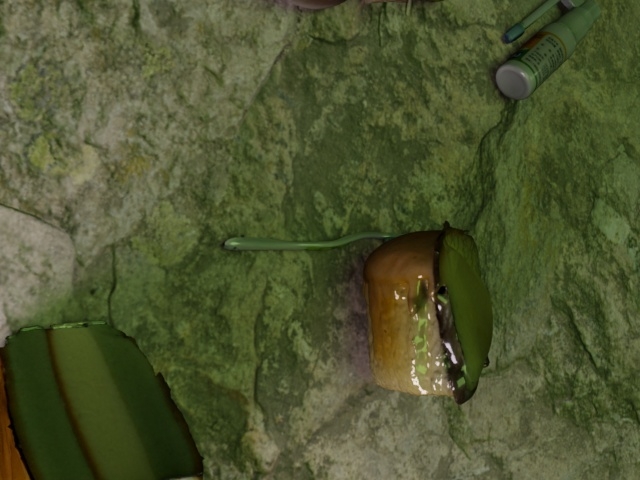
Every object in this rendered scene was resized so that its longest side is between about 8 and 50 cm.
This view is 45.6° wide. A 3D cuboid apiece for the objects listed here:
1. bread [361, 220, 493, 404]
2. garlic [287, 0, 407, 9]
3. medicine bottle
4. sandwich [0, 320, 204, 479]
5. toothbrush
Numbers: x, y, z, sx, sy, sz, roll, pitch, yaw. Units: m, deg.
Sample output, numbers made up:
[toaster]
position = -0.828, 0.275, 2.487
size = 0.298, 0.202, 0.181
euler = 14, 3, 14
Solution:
[bread]
position = 0.130, 0.081, 0.942
size = 0.262, 0.163, 0.204
euler = 5, 82, -72
[garlic]
position = 0.001, -0.415, 0.872
size = 0.325, 0.132, 0.278
euler = 16, 98, -40
[medicine bottle]
position = 0.337, -0.303, 1.139
size = 0.092, 0.061, 0.221
euler = 47, 64, 1
[sandwich]
position = -0.238, 0.229, 0.754
size = 0.155, 0.227, 0.198
euler = -2, 125, -32
[toothbrush]
position = 0.000, 0.000, 0.947
size = 0.263, 0.022, 0.026
euler = 1, 76, -31
